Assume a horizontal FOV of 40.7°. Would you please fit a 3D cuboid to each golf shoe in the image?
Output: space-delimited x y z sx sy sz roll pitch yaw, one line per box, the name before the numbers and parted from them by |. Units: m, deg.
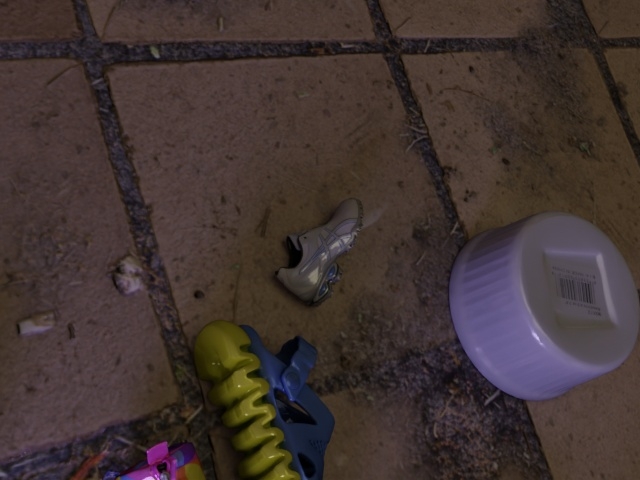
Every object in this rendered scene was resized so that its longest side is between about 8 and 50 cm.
golf shoe | 0.000 0.000 1.167 0.086 0.069 0.176 31 57 -9

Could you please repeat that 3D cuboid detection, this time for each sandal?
sandal | -0.034 0.234 1.018 0.138 0.126 0.317 -10 77 -37

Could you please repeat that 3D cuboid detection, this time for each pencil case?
pencil case | -0.142 0.333 0.924 0.104 0.104 0.236 -19 81 -35

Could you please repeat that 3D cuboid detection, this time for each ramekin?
ramekin | 0.342 0.089 1.286 0.277 0.135 0.277 12 64 -26
